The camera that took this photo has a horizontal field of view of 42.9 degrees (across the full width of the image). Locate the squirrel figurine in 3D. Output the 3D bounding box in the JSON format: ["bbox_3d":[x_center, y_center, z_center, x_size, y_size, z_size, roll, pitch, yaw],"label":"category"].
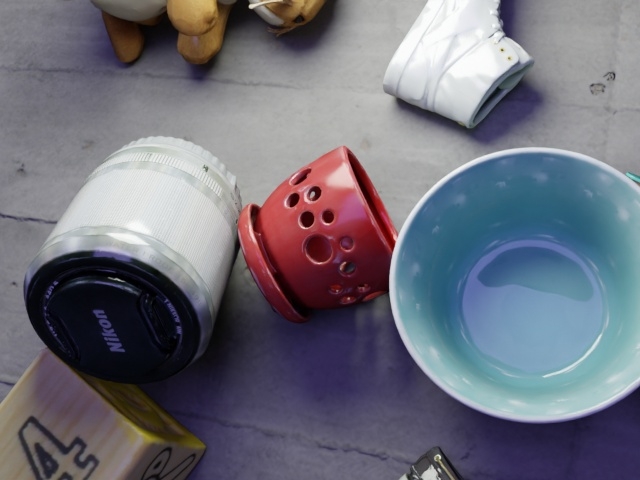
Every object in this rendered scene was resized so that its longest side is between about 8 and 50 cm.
[{"bbox_3d":[-0.156,-0.463,1.179,0.371,0.281,0.396,-2,75,7],"label":"squirrel figurine"}]

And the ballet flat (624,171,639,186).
[{"bbox_3d":[0.450,-0.013,0.990,0.206,0.073,0.067,29,110,24],"label":"ballet flat"}]

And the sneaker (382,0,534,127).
[{"bbox_3d":[0.230,-0.294,1.112,0.169,0.108,0.292,31,93,20],"label":"sneaker"}]

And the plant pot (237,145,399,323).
[{"bbox_3d":[0.000,0.000,1.029,0.174,0.191,0.191,-26,68,9],"label":"plant pot"}]

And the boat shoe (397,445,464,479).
[{"bbox_3d":[0.189,0.336,0.930,0.068,0.081,0.228,-48,65,1],"label":"boat shoe"}]

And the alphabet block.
[{"bbox_3d":[-0.297,0.278,1.020,0.193,0.192,0.197,34,83,20],"label":"alphabet block"}]

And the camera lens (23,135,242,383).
[{"bbox_3d":[-0.219,0.022,1.008,0.220,0.219,0.274,-7,35,13],"label":"camera lens"}]

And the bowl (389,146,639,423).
[{"bbox_3d":[0.249,0.064,0.957,0.312,0.163,0.311,-5,72,14],"label":"bowl"}]
